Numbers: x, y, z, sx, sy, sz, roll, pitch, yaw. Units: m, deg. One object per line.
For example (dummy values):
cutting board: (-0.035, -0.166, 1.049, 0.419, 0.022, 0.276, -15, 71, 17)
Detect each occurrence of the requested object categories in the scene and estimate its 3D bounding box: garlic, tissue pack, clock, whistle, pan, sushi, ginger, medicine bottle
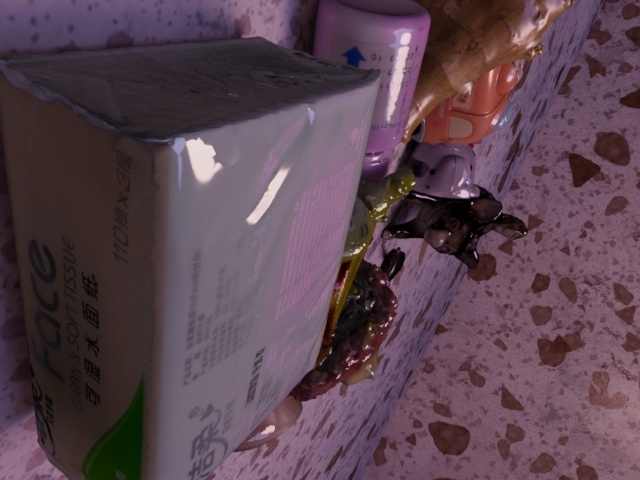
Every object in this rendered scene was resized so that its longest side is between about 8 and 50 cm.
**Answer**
garlic: (-0.112, 0.302, 0.974, 0.318, 0.143, 0.112, 24, 49, -71)
tissue pack: (-0.119, 0.020, 0.555, 0.332, 0.205, 0.405, -32, 143, -51)
clock: (0.297, -0.236, 1.250, 0.189, 0.189, 0.254, -16, 121, -60)
whistle: (0.051, -0.043, 0.746, 0.198, 0.104, 0.057, -34, -178, -27)
pan: (0.193, 0.059, 1.471, 0.115, 0.040, 0.212, -56, 163, -16)
sushi: (0.001, 0.154, 0.930, 0.270, 0.236, 0.171, -45, 163, -35)
ginger: (0.187, -0.327, 0.838, 0.375, 0.236, 0.166, -35, -168, 4)
medicine bottle: (0.055, -0.203, 0.760, 0.152, 0.152, 0.254, -40, 148, -43)

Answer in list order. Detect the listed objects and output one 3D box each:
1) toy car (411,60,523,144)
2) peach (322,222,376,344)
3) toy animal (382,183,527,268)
toy car: (0.269, -0.300, 1.030, 0.180, 0.212, 0.270, -51, 154, -28)
peach: (0.000, -0.002, 0.836, 0.154, 0.159, 0.267, 103, 12, -57)
toy animal: (0.367, -0.048, 1.398, 0.344, 0.303, 0.194, -29, 136, -55)
